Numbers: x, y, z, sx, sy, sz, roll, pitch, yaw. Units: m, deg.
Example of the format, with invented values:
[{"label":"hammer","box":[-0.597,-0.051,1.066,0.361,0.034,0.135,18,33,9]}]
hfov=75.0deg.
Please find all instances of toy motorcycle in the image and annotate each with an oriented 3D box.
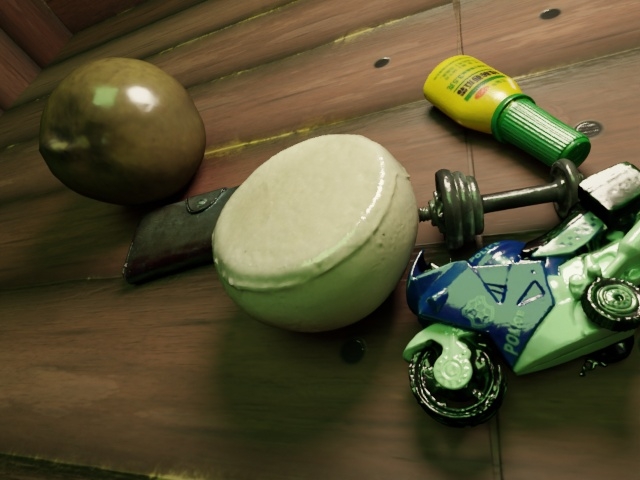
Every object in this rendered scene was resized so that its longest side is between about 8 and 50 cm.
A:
[{"label":"toy motorcycle","box":[0.225,0.051,0.456,0.331,0.125,0.196,-33,47,6]}]

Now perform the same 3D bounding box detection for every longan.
[{"label":"longan","box":[-0.405,-0.220,0.876,0.318,0.319,0.319,-14,50,17]}]

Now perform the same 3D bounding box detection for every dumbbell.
[{"label":"dumbbell","box":[0.254,-0.055,0.536,0.254,0.110,0.110,-9,51,14]}]

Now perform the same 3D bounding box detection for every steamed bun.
[{"label":"steamed bun","box":[0.000,0.000,0.569,0.282,0.177,0.283,-18,44,19]}]

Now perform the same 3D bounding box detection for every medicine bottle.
[{"label":"medicine bottle","box":[0.281,-0.203,0.653,0.111,0.076,0.309,-33,48,2]}]

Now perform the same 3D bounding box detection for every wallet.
[{"label":"wallet","box":[-0.227,-0.026,0.802,0.317,0.045,0.173,-14,51,16]}]
